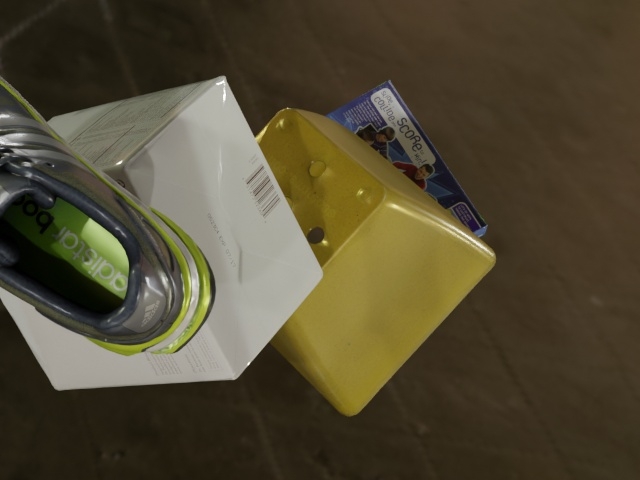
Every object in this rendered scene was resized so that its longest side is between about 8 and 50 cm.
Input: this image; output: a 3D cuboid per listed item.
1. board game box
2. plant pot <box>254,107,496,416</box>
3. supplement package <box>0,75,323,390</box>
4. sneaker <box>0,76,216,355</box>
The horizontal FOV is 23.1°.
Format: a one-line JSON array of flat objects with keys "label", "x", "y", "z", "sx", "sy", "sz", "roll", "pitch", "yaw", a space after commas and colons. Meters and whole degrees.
[{"label": "board game box", "x": 0.071, "y": -0.060, "z": 1.709, "sx": 0.201, "sy": 0.136, "sz": 0.035, "roll": 58, "pitch": -9, "yaw": 16}, {"label": "plant pot", "x": 0.000, "y": 0.000, "z": 1.448, "sx": 0.212, "sy": 0.212, "sz": 0.187, "roll": 42, "pitch": -2, "yaw": 29}, {"label": "supplement package", "x": -0.146, "y": -0.001, "z": 1.259, "sx": 0.149, "sy": 0.203, "sz": 0.194, "roll": -48, "pitch": 121, "yaw": -44}, {"label": "sneaker", "x": -0.198, "y": -0.037, "z": 0.947, "sx": 0.300, "sy": 0.111, "sz": 0.121, "roll": 32, "pitch": -1, "yaw": 5}]
